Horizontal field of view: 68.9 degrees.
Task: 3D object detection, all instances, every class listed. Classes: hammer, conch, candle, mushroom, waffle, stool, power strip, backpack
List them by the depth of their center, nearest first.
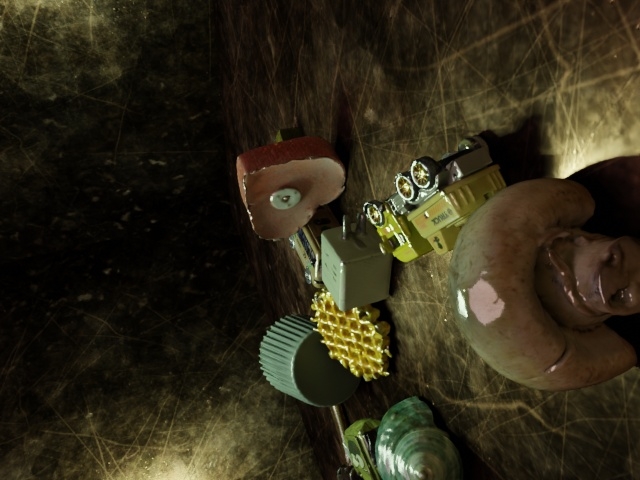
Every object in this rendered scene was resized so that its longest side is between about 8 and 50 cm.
[{"bbox_3d":[0.251,0.058,0.540,0.195,0.189,0.253,157,95,-76],"label":"mushroom"},{"bbox_3d":[0.222,0.488,1.057,0.277,0.196,0.220,25,-101,-80],"label":"conch"},{"bbox_3d":[0.087,0.038,1.142,0.140,0.139,0.224,-121,23,-47],"label":"power strip"},{"bbox_3d":[-0.110,-0.156,1.266,0.317,0.287,0.131,-47,50,25],"label":"candle"},{"bbox_3d":[0.091,0.257,1.320,0.329,0.062,0.328,30,136,34],"label":"waffle"},{"bbox_3d":[0.177,0.647,1.368,0.253,0.140,0.207,64,161,16],"label":"backpack"},{"bbox_3d":[-0.030,0.405,1.600,0.330,0.298,0.296,163,93,-68],"label":"stool"},{"bbox_3d":[0.096,0.768,1.846,0.242,0.096,0.408,111,147,-62],"label":"hammer"}]

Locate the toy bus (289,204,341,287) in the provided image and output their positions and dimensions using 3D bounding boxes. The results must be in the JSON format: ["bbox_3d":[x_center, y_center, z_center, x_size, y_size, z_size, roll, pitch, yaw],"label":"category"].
[{"bbox_3d":[0.000,0.000,1.407,0.289,0.140,0.157,-116,25,-46],"label":"toy bus"}]

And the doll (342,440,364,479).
[{"bbox_3d":[0.177,0.764,1.513,0.316,0.103,0.145,59,173,24],"label":"doll"}]

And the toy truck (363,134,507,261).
[{"bbox_3d":[0.192,-0.047,0.771,0.157,0.124,0.272,63,158,7],"label":"toy truck"}]

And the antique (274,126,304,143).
[{"bbox_3d":[-0.079,-0.256,1.542,0.081,0.080,0.220,140,115,-70],"label":"antique"}]
